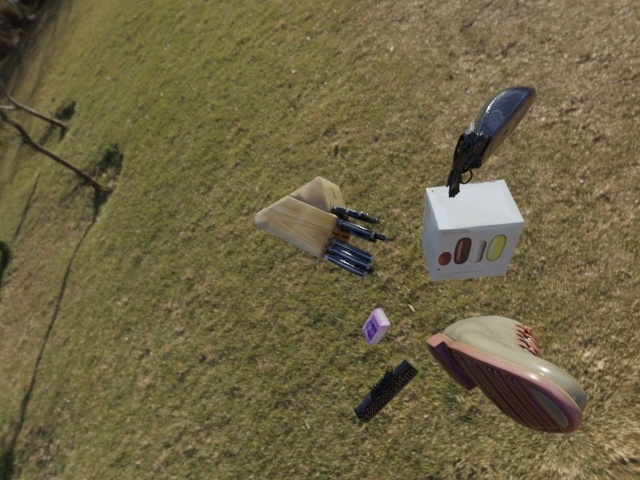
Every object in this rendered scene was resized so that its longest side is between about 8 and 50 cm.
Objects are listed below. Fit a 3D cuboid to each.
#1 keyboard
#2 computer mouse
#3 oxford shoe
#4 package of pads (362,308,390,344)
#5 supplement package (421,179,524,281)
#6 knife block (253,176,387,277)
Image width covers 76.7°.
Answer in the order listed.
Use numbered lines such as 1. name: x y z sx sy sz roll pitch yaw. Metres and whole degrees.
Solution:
1. keyboard: 0.164 0.383 1.006 0.192 0.100 0.038 -46 33 1
2. computer mouse: 0.336 -0.228 0.823 0.072 0.188 0.272 39 70 21
3. oxford shoe: 0.264 0.160 0.589 0.130 0.348 0.123 -37 91 -6
4. package of pads: 0.133 0.207 0.967 0.050 0.032 0.083 -113 33 -40
5. supplement package: 0.369 -0.020 1.019 0.194 0.203 0.149 -6 48 5
6. knife block: 0.000 0.000 0.886 0.276 0.088 0.242 -26 67 27
